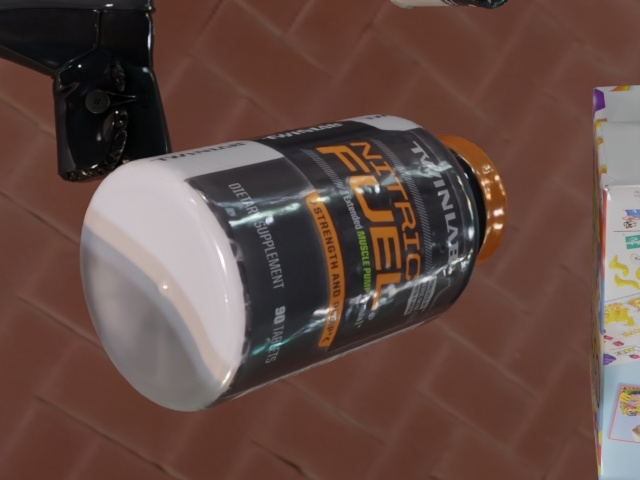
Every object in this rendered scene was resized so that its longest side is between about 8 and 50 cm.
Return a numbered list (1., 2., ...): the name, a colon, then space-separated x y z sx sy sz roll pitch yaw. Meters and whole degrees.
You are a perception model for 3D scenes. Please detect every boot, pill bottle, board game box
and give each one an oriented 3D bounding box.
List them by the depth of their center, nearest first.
1. pill bottle: 0.000 0.000 0.700 0.245 0.130 0.130 -17 105 -44
2. board game box: 0.277 0.036 0.938 0.144 0.142 0.275 -1 125 9
3. boot: -0.290 -0.166 1.374 0.246 0.094 0.207 -4 91 -6

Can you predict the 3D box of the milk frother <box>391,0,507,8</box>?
1. milk frother: 0.134 -0.325 1.327 0.129 0.134 0.143 32 78 -38
